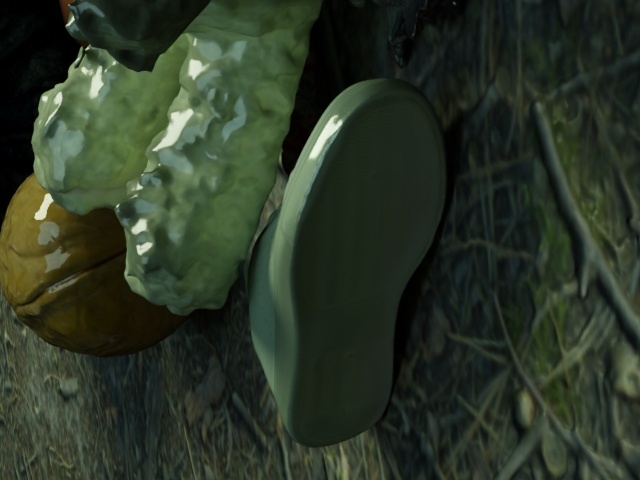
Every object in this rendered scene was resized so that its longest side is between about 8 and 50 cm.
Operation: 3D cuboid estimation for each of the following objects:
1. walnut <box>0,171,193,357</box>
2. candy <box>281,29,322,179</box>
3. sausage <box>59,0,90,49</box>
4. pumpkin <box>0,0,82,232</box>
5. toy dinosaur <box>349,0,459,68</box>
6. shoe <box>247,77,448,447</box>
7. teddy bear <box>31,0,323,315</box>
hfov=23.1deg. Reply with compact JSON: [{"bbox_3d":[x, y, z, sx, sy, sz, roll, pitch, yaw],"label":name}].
[{"bbox_3d":[-0.169,0.009,1.220,0.197,0.165,0.165,150,111,-73],"label":"walnut"},{"bbox_3d":[-0.048,-0.155,1.023,0.086,0.059,0.292,118,139,-57],"label":"candy"},{"bbox_3d":[-0.185,-0.251,1.283,0.077,0.077,0.194,-169,74,-65],"label":"sausage"},{"bbox_3d":[-0.367,-0.127,1.375,0.266,0.363,0.364,-118,28,-70],"label":"pumpkin"},{"bbox_3d":[0.051,-0.169,0.820,0.209,0.039,0.082,92,153,-44],"label":"toy dinosaur"},{"bbox_3d":[0.000,0.000,0.922,0.110,0.095,0.265,-122,32,-44],"label":"shoe"},{"bbox_3d":[-0.177,-0.171,0.845,0.327,0.362,0.375,44,117,41],"label":"teddy bear"}]
